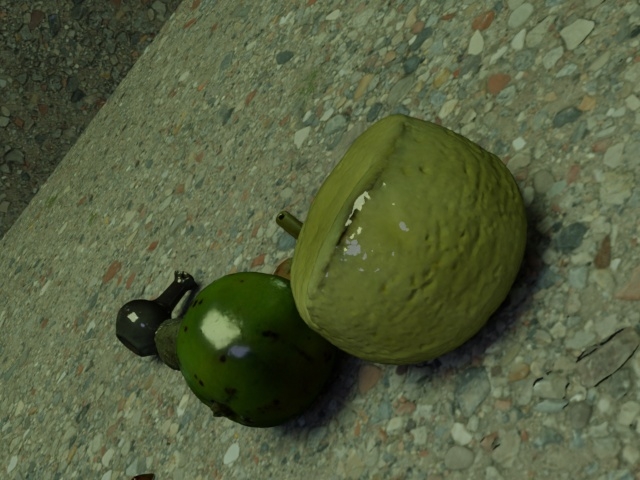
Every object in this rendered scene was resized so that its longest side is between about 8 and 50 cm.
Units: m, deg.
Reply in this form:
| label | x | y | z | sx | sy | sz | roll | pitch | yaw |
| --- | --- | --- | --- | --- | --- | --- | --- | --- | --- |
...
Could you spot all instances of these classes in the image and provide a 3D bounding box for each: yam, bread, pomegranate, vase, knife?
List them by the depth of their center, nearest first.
| label | x | y | z | sx | sy | sz | roll | pitch | yaw |
| --- | --- | --- | --- | --- | --- | --- | --- | --- | --- |
| bread | 0.107 | 0.002 | 1.096 | 0.320 | 0.237 | 0.320 | -48 | 17 | 20 |
| pomegranate | -0.073 | 0.129 | 1.237 | 0.236 | 0.236 | 0.302 | -20 | 25 | 43 |
| knife | 0.001 | -0.001 | 1.426 | 0.061 | 0.027 | 0.343 | -50 | 31 | 0 |
| yam | -0.205 | 0.175 | 1.473 | 0.183 | 0.107 | 0.107 | -15 | 49 | 45 |
| vase | -0.312 | 0.135 | 1.650 | 0.120 | 0.120 | 0.183 | 2 | 48 | 54 |

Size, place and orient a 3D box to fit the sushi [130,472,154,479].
| label | x | y | z | sx | sy | sz | roll | pitch | yaw |
| --- | --- | --- | --- | --- | --- | --- | --- | --- | --- |
| sushi | -0.292 | 0.425 | 1.396 | 0.052 | 0.055 | 0.120 | -64 | 20 | 5 |
